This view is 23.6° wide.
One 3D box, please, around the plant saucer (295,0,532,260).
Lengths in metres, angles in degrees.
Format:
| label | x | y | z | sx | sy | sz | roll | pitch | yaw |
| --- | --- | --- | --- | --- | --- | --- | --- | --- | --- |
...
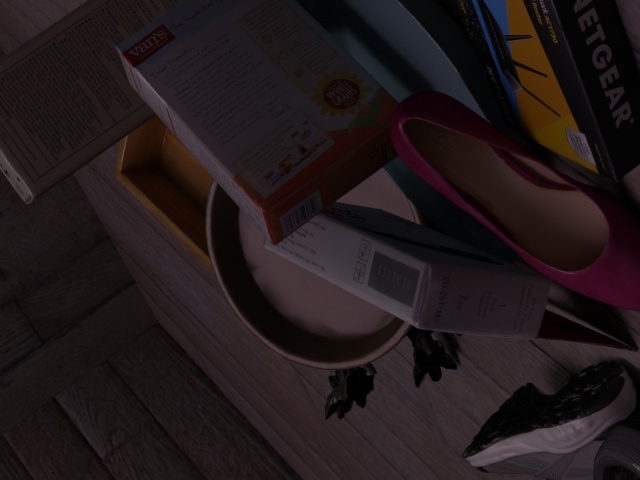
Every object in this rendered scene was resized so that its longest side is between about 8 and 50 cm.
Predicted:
| label | x | y | z | sx | sy | sz | roll | pitch | yaw |
| --- | --- | --- | --- | --- | --- | --- | --- | --- | --- |
| plant saucer | 0.088 | -0.122 | 1.324 | 0.317 | 0.043 | 0.317 | 51 | 167 | 16 |

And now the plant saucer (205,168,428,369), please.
| label | x | y | z | sx | sy | sz | roll | pitch | yaw |
| --- | --- | --- | --- | --- | --- | --- | --- | --- | --- |
| plant saucer | 0.000 | 0.000 | 1.619 | 0.278 | 0.041 | 0.278 | 9 | 108 | 31 |

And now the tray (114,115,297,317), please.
| label | x | y | z | sx | sy | sz | roll | pitch | yaw |
| --- | --- | --- | --- | --- | --- | --- | --- | --- | --- |
| tray | -0.107 | -0.079 | 1.831 | 0.411 | 0.076 | 0.203 | 40 | 124 | 44 |

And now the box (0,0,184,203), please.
| label | x | y | z | sx | sy | sz | roll | pitch | yaw |
| --- | --- | --- | --- | --- | --- | --- | --- | --- | --- |
| box | -0.235 | -0.187 | 1.690 | 0.148 | 0.311 | 0.121 | 56 | 167 | -5 |

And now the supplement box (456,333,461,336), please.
| label | x | y | z | sx | sy | sz | roll | pitch | yaw |
| --- | --- | --- | --- | --- | --- | --- | --- | --- | --- |
| supplement box | 0.131 | 0.054 | 1.614 | 0.083 | 0.043 | 0.055 | 38 | 158 | 48 |

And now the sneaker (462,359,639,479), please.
| label | x | y | z | sx | sy | sz | roll | pitch | yaw |
| --- | --- | --- | --- | --- | --- | --- | --- | --- | --- |
| sneaker | 0.226 | 0.195 | 1.452 | 0.108 | 0.100 | 0.271 | 47 | 155 | -8 |

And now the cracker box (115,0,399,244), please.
| label | x | y | z | sx | sy | sz | roll | pitch | yaw |
| --- | --- | --- | --- | --- | --- | --- | --- | --- | --- |
| cracker box | -0.052 | -0.128 | 1.362 | 0.232 | 0.155 | 0.067 | 48 | 166 | 26 |

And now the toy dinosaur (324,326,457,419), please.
| label | x | y | z | sx | sy | sz | roll | pitch | yaw |
| --- | --- | --- | --- | --- | --- | --- | --- | --- | --- |
| toy dinosaur | 0.036 | 0.079 | 1.810 | 0.218 | 0.164 | 0.322 | 65 | -175 | 22 |

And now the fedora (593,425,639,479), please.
| label | x | y | z | sx | sy | sz | roll | pitch | yaw |
| --- | --- | --- | --- | --- | --- | --- | --- | --- | --- |
| fedora | 0.336 | 0.258 | 1.229 | 0.275 | 0.124 | 0.244 | 61 | 167 | 22 |

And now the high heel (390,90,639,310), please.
| label | x | y | z | sx | sy | sz | roll | pitch | yaw |
| --- | --- | --- | --- | --- | --- | --- | --- | --- | --- |
| high heel | 0.155 | -0.025 | 1.119 | 0.244 | 0.082 | 0.117 | 44 | -164 | 3 |

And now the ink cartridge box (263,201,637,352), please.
| label | x | y | z | sx | sy | sz | roll | pitch | yaw |
| --- | --- | --- | --- | --- | --- | --- | --- | --- | --- |
| ink cartridge box | 0.115 | 0.026 | 1.362 | 0.275 | 0.239 | 0.060 | 26 | 106 | 58 |

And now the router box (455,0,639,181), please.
| label | x | y | z | sx | sy | sz | roll | pitch | yaw |
| --- | --- | --- | --- | --- | --- | --- | --- | --- | --- |
| router box | 0.152 | -0.139 | 1.046 | 0.133 | 0.046 | 0.179 | 35 | 157 | 55 |
